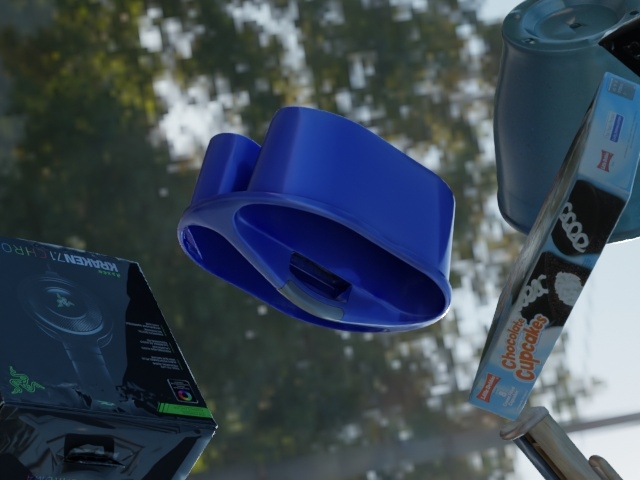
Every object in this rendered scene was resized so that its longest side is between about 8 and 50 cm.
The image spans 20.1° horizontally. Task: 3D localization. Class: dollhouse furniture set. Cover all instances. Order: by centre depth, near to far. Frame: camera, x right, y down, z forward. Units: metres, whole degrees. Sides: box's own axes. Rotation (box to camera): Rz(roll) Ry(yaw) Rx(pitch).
[{"bbox_3d":[0.224,0.377,2.223,0.198,0.303,0.286,49,-7,3],"label":"dollhouse furniture set"}]

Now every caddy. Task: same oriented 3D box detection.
[{"bbox_3d":[0.000,0.000,2.048,0.241,0.341,0.179,-19,-129,44],"label":"caddy"}]

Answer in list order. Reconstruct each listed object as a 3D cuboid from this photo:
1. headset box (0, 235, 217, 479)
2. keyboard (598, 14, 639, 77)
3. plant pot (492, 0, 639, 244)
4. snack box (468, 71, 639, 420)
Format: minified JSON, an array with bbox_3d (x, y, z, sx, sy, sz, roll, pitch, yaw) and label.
[{"bbox_3d":[-0.271,0.139,1.825,0.131,0.246,0.283,-58,-140,26],"label":"headset box"},{"bbox_3d":[0.363,-0.219,1.553,0.317,0.201,0.033,-24,-141,50],"label":"keyboard"},{"bbox_3d":[0.337,-0.173,2.261,0.271,0.272,0.255,-116,-170,-58],"label":"plant pot"},{"bbox_3d":[0.242,0.009,1.829,0.187,0.060,0.322,-65,177,-51],"label":"snack box"}]
